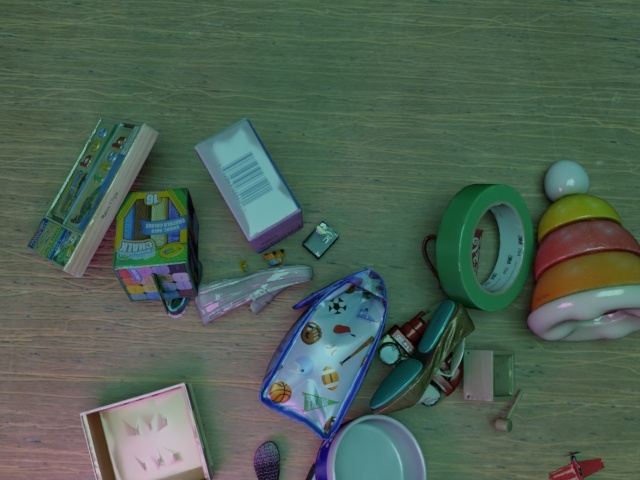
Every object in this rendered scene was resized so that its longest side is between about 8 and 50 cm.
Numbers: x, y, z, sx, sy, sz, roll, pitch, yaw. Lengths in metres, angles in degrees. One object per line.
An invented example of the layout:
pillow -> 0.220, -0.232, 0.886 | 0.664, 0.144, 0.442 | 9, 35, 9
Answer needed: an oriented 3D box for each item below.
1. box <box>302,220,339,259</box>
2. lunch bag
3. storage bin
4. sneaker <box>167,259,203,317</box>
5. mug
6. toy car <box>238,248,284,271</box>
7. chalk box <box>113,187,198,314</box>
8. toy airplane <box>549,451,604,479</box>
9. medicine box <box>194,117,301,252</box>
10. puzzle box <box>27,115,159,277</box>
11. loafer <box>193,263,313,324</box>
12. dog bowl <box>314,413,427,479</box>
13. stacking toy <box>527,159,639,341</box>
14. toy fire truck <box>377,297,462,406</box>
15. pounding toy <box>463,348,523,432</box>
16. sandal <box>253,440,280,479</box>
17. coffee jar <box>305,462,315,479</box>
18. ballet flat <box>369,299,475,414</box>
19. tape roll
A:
box -> 0.000, 0.000, 1.876 | 0.062, 0.052, 0.083 | 42, 84, 5
lunch bag -> 0.019, 0.247, 1.707 | 0.239, 0.328, 0.385 | 30, 84, 1
storage bin -> -0.425, 0.514, 1.753 | 0.262, 0.123, 0.260 | -16, 82, -5
sneaker -> -0.354, 0.123, 1.834 | 0.065, 0.076, 0.166 | 20, 82, 0
mug -> 0.356, 0.051, 1.871 | 0.113, 0.150, 0.169 | 8, 85, -39
toy car -> -0.152, 0.058, 1.878 | 0.122, 0.060, 0.040 | -18, 88, 23
chalk box -> -0.403, 0.039, 1.744 | 0.179, 0.180, 0.289 | -4, 57, -2
toy airplane -> 0.675, 0.624, 1.824 | 0.151, 0.028, 0.151 | 0, 81, -3
medicine box -> -0.171, -0.127, 1.768 | 0.149, 0.289, 0.263 | -30, 84, -4
puzzle box -> -0.582, -0.124, 1.785 | 0.052, 0.272, 0.408 | 33, 79, -40
loafer -> -0.168, 0.136, 1.829 | 0.320, 0.112, 0.111 | -15, 88, 4
dog bowl -> 0.123, 0.565, 1.721 | 0.265, 0.104, 0.264 | 11, 65, -24
stacking toy -> 0.676, -0.001, 1.807 | 0.351, 0.350, 0.479 | -3, 67, -2
toy fire truck -> 0.295, 0.269, 1.816 | 0.246, 0.158, 0.217 | -44, 85, 3
pounding toy -> 0.444, 0.386, 1.814 | 0.094, 0.181, 0.206 | -5, 80, 40
sandal -> -0.132, 0.599, 1.799 | 0.067, 0.040, 0.179 | -4, 97, 3
coffee jar -> -0.022, 0.658, 1.761 | 0.079, 0.096, 0.184 | 26, 83, 4
ballet flat -> 0.263, 0.306, 1.703 | 0.124, 0.116, 0.342 | 41, 77, -16
tape roll -> 0.421, 0.017, 1.782 | 0.321, 0.077, 0.321 | -6, 99, -41
